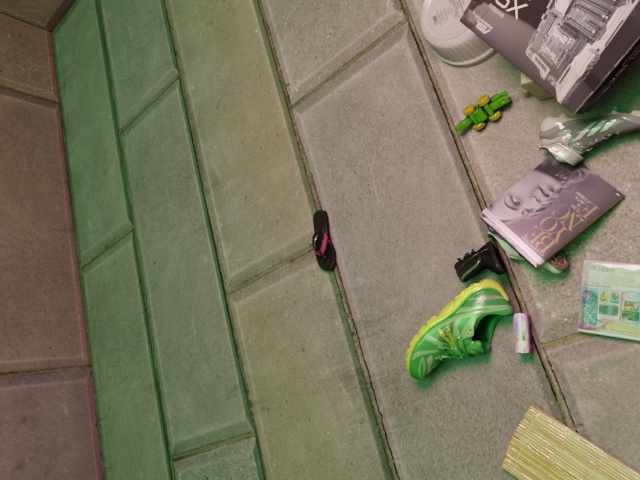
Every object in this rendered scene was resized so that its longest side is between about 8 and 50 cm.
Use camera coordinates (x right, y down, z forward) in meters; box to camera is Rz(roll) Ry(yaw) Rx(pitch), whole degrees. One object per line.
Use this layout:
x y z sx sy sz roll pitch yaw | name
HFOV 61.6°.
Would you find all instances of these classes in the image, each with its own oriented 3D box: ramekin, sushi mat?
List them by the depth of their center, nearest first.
0.514 0.468 1.029 0.317 0.019 0.151 31 105 38 | sushi mat
0.330 -0.521 1.244 0.207 0.109 0.207 -5 82 39 | ramekin

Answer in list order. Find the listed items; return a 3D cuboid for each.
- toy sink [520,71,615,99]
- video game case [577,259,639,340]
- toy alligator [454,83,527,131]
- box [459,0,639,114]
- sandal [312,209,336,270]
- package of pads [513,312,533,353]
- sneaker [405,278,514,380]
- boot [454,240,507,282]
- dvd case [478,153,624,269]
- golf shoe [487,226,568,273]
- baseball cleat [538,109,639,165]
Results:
0.495 -0.427 1.082 0.153 0.131 0.234 -3 83 39 | toy sink
0.579 0.114 1.020 0.157 0.019 0.143 5 88 39 | video game case
0.387 -0.308 1.211 0.190 0.056 0.051 -31 25 34 | toy alligator
0.433 -0.417 0.958 0.307 0.077 0.242 51 135 22 | box
0.000 0.000 1.495 0.067 0.040 0.179 -20 72 36 | sandal
0.422 0.193 1.118 0.032 0.050 0.083 -6 80 31 | package of pads
0.299 0.216 1.179 0.295 0.109 0.123 -52 52 22 | sneaker
0.345 0.058 1.169 0.099 0.045 0.121 -37 20 20 | boot
0.461 -0.069 1.086 0.221 0.018 0.164 -40 59 3 | dvd case
0.434 0.011 1.131 0.186 0.068 0.086 48 140 33 | golf shoe
0.539 -0.200 1.058 0.206 0.072 0.109 8 89 42 | baseball cleat
